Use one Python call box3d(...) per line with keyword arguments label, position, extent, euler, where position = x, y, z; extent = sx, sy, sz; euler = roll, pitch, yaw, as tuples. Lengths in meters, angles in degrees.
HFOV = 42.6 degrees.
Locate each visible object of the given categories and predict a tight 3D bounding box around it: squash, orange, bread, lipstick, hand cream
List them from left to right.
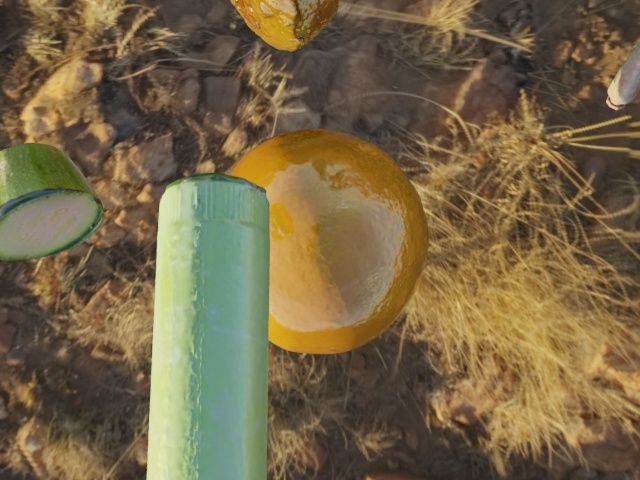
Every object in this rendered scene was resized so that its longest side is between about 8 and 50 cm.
box3d(label="squash", position=(-0.397, -0.056, 1.154), extent=(0.170, 0.170, 0.122), euler=(-24, 63, 4))
box3d(label="lipstick", position=(-0.070, 0.108, 0.505), extent=(0.076, 0.076, 0.304), euler=(1, 74, -2))
box3d(label="bread", position=(-0.098, -0.522, 1.591), extent=(0.172, 0.312, 0.312), euler=(-37, 103, -10))
box3d(label="orange", position=(0.000, 0.000, 1.128), extent=(0.312, 0.312, 0.312), euler=(0, 104, -2))
box3d(label="hand cream", position=(0.489, -0.279, 1.243), extent=(0.043, 0.209, 0.067), euler=(34, 61, 14))
